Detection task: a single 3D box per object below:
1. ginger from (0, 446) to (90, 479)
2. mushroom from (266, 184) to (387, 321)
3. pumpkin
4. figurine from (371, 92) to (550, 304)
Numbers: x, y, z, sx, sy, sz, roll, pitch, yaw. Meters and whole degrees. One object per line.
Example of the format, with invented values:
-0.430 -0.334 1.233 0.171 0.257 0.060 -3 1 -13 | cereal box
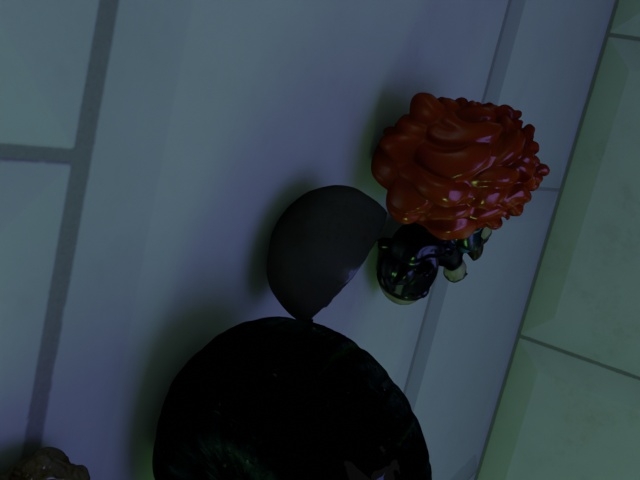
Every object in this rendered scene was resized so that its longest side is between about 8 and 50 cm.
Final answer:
-0.273 0.232 0.593 0.213 0.074 0.137 49 58 -64 | ginger
0.000 0.000 0.912 0.117 0.141 0.188 51 53 -19 | mushroom
-0.023 0.237 0.808 0.238 0.315 0.315 -25 128 -63 | pumpkin
0.203 -0.061 1.170 0.306 0.241 0.412 -24 150 -26 | figurine
